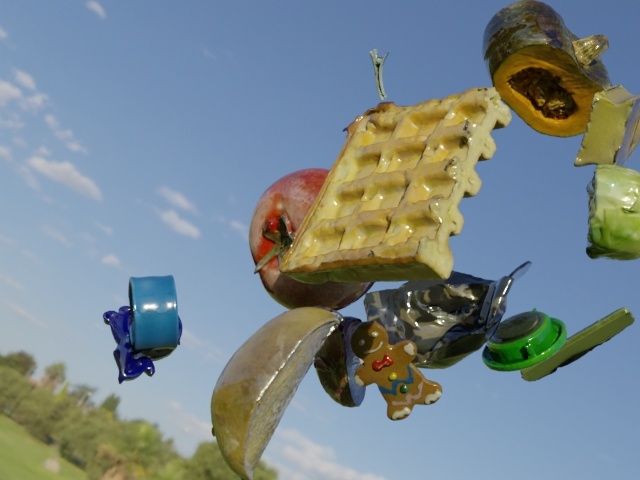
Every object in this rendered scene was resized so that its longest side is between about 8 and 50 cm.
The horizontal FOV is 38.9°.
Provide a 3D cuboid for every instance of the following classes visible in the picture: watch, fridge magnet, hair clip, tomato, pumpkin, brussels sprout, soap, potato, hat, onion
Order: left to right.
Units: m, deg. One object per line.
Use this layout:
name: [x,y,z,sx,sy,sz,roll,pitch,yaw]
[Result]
watch: [-0.376,0.177,1.987,0.200,0.171,0.196,112,-38,-52]
potato: [-0.089,0.179,1.212,0.120,0.261,0.100,24,-10,25]
tomato: [0.000,0.000,1.664,0.227,0.270,0.270,-4,9,-41]
onion: [0.038,0.241,1.858,0.098,0.151,0.206,3,-69,22]
hair clip: [0.140,-0.375,2.058,0.039,0.030,0.115,7,-61,32]
hat: [0.323,0.166,2.058,0.366,0.258,0.381,-6,-12,39]
fridge magnet: [0.470,0.233,2.108,0.208,0.208,0.088,-4,-62,59]
pumpkin: [0.481,-0.354,1.857,0.221,0.139,0.317,-27,-52,36]
soap: [0.529,-0.202,1.623,0.076,0.135,0.233,20,21,24]
brussels sprout: [0.461,-0.042,1.360,0.122,0.152,0.149,4,-31,12]

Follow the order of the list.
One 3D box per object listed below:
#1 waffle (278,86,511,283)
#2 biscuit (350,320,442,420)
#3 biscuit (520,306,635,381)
waffle: [0.111,-0.081,1.383,0.304,0.348,0.077,-6,-42,47]
biscuit: [0.127,0.241,1.699,0.205,0.138,0.031,57,19,-8]
biscuit: [0.655,0.268,2.324,0.099,0.322,0.038,36,25,-50]
